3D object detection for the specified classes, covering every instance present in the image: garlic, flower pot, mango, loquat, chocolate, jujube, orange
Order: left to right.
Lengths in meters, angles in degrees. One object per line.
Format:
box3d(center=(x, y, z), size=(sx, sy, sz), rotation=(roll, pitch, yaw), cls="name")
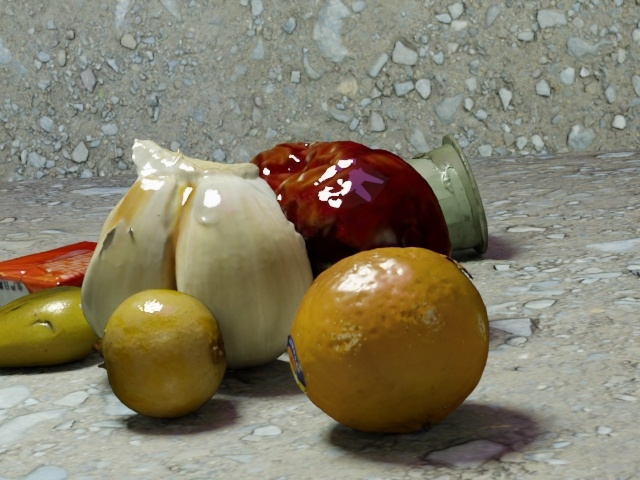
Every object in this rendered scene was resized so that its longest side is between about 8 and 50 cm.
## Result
box3d(center=(-0.384, 0.121, 1.924), size=(0.195, 0.098, 0.137), rotation=(-13, 16, -14), cls="mango")
box3d(center=(-0.369, 0.073, 2.149), size=(0.235, 0.108, 0.237), rotation=(5, 16, 41), cls="chocolate")
box3d(center=(-0.180, 0.129, 1.629), size=(0.163, 0.163, 0.137), rotation=(-1, 30, 21), cls="loquat")
box3d(center=(-0.158, 0.049, 1.786), size=(0.286, 0.313, 0.249), rotation=(3, 31, -8), cls="garlic")
box3d(center=(0.000, 0.001, 1.926), size=(0.276, 0.276, 0.377), rotation=(-12, 10, -34), cls="jujube")
box3d(center=(0.074, 0.107, 1.511), size=(0.219, 0.193, 0.219), rotation=(-22, -28, -12), cls="orange")
box3d(center=(0.153, -0.057, 2.380), size=(0.203, 0.212, 0.212), rotation=(-13, 11, -5), cls="flower pot")
